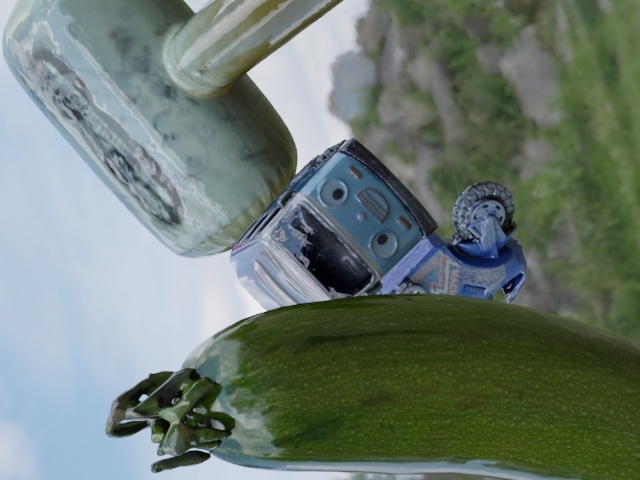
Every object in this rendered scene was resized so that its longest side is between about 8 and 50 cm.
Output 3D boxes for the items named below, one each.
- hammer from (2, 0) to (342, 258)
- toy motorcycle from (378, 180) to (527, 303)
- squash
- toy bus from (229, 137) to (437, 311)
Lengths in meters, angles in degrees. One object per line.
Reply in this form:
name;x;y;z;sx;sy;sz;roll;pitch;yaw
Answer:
hammer;-0.045;-0.119;0.758;0.202;0.305;0.113;47;-132;-9
toy motorcycle;0.105;0.044;1.177;0.114;0.205;0.076;38;-170;-31
squash;0.070;0.065;0.545;0.080;0.318;0.071;-71;25;17
toy bus;0.000;0.000;0.643;0.060;0.075;0.123;46;168;-5
